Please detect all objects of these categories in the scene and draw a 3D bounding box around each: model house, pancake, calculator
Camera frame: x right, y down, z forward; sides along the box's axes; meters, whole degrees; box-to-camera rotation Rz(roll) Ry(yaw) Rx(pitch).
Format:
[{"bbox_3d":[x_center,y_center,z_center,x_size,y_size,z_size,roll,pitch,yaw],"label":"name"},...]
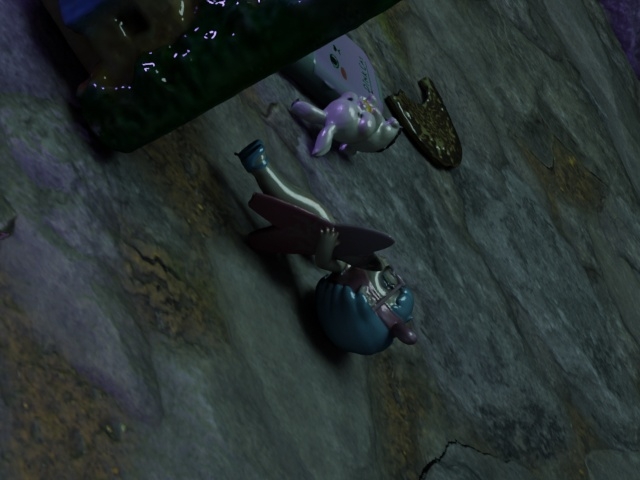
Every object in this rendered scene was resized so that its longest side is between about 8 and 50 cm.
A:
[{"bbox_3d":[-0.095,-0.339,1.521,0.343,0.382,0.334,60,21,-11],"label":"model house"},{"bbox_3d":[0.144,-0.179,2.262,0.190,0.020,0.184,31,36,-49],"label":"pancake"},{"bbox_3d":[-0.006,-0.232,1.997,0.246,0.045,0.141,37,31,-39],"label":"calculator"}]

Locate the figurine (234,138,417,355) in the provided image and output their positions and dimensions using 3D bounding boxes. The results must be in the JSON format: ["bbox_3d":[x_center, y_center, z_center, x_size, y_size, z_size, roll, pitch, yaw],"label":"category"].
[{"bbox_3d":[-0.008,0.009,1.669,0.260,0.103,0.205,51,-11,-14],"label":"figurine"}]

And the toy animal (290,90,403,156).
[{"bbox_3d":[0.035,-0.143,1.923,0.124,0.085,0.071,12,50,-62],"label":"toy animal"}]
